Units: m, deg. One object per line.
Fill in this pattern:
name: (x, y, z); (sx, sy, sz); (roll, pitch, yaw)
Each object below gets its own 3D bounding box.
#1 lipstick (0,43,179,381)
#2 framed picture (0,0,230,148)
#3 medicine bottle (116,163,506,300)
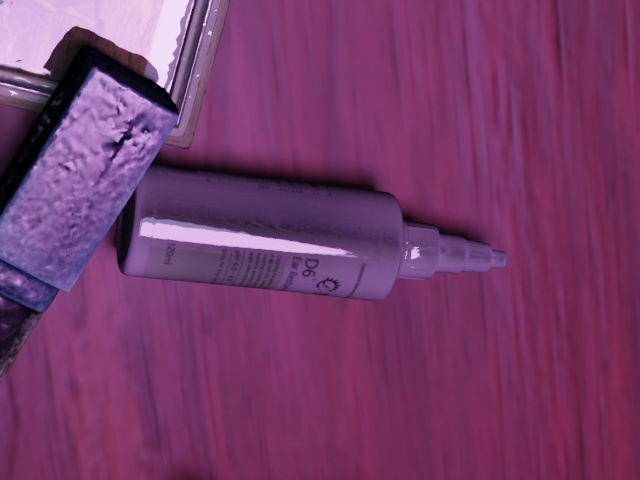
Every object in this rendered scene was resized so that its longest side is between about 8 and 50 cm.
lipstick: (-0.173, 0.052, 0.806); (0.051, 0.051, 0.312); (29, 101, -24)
framed picture: (-0.125, -0.193, 0.775); (0.217, 0.017, 0.274); (12, 103, -16)
medicine bottle: (0.000, 0.000, 0.838); (0.199, 0.057, 0.058); (7, 104, -16)
